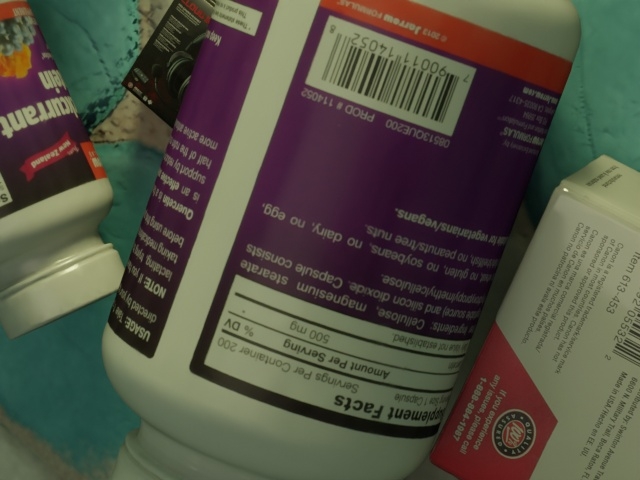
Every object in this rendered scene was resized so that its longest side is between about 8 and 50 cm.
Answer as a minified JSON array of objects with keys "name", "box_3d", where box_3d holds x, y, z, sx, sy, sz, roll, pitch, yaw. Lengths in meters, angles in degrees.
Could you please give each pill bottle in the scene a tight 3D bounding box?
[{"name":"pill bottle","box_3d":[0.000,0.000,0.949,0.181,0.181,0.323,22,98,18]},{"name":"pill bottle","box_3d":[-0.188,-0.045,1.092,0.108,0.108,0.193,-24,91,26]}]

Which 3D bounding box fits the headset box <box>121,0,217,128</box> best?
[{"name":"headset box","box_3d":[-0.066,-0.105,1.067,0.062,0.032,0.083,41,115,11]}]

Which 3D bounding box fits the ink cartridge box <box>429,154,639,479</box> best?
[{"name":"ink cartridge box","box_3d":[0.203,0.089,0.950,0.237,0.100,0.172,29,111,15]}]
